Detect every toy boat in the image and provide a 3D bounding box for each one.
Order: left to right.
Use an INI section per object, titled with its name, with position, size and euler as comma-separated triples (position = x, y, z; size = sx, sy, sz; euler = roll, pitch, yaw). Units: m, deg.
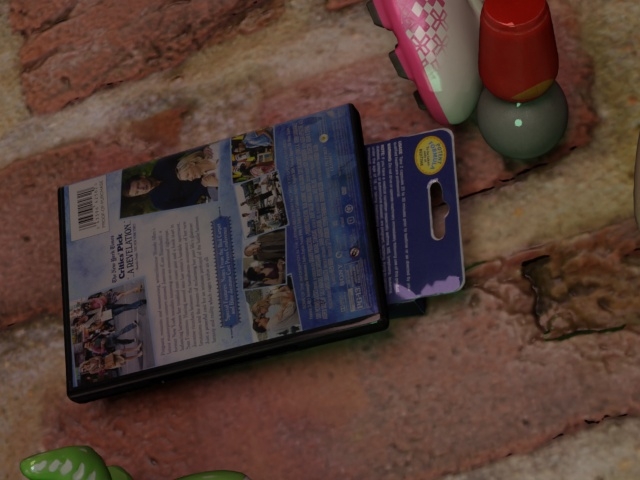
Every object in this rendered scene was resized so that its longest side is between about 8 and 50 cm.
[toy boat]
position = 0.253, -0.083, 0.997
size = 0.318, 0.148, 0.267
euler = 18, 59, 22

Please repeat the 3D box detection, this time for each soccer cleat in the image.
[soccer cleat]
position = 0.097, -0.248, 1.136
size = 0.143, 0.116, 0.331
euler = -19, 62, 13

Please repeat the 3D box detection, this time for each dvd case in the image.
[dvd case]
position = -0.079, 0.010, 1.103
size = 0.253, 0.022, 0.180
euler = -15, 64, 15

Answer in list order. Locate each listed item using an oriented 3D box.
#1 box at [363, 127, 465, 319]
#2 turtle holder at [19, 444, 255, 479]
[box]
position = 0.000, 0.000, 1.109
size = 0.225, 0.036, 0.136
euler = -10, 65, 19
[turtle holder]
position = -0.160, 0.265, 0.969
size = 0.320, 0.243, 0.227
euler = -10, 75, -27
